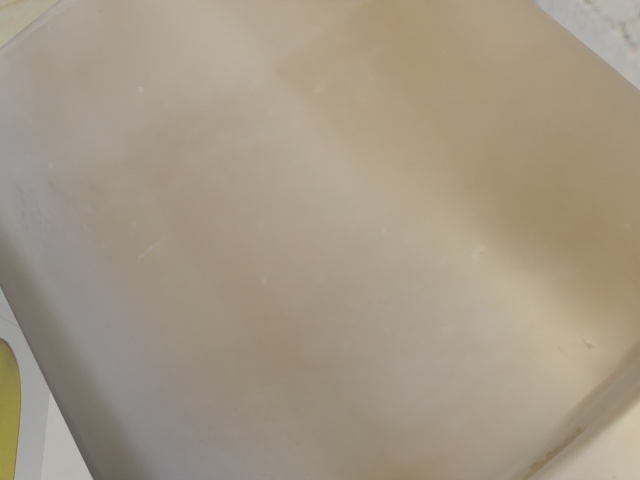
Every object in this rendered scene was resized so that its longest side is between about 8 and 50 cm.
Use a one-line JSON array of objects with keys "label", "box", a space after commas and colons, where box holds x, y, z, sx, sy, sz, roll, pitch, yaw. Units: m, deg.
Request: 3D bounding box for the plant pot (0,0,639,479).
[{"label": "plant pot", "box": [0.000, 0.000, 0.701, 0.323, 0.323, 0.280, -29, 105, 40]}]

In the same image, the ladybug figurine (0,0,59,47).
[{"label": "ladybug figurine", "box": [-0.111, -0.091, 1.117, 0.162, 0.305, 0.449, 40, -179, 11]}]

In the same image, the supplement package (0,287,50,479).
[{"label": "supplement package", "box": [-0.270, 0.133, 0.831, 0.198, 0.262, 0.199, -6, 158, 22]}]
